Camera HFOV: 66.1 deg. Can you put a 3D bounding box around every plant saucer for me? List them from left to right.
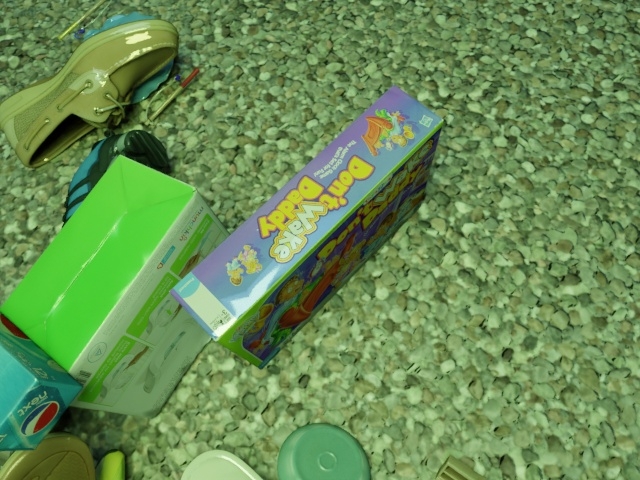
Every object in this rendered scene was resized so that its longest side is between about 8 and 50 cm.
[{"bbox_3d":[0.007,0.276,0.607,0.119,0.021,0.119,9,39,-7],"label":"plant saucer"}]

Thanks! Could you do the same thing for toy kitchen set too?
[{"bbox_3d":[0.164,0.325,0.587,0.075,0.083,0.068,31,116,15],"label":"toy kitchen set"}]

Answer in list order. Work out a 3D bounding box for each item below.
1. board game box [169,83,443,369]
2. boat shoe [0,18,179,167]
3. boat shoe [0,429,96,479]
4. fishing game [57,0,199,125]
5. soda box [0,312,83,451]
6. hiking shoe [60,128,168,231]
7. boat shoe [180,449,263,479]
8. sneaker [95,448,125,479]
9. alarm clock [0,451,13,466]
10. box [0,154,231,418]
[{"bbox_3d":[0.000,0.000,0.634,0.078,0.233,0.347,42,78,18],"label":"board game box"},{"bbox_3d":[-0.365,-0.236,0.808,0.341,0.122,0.110,-27,88,13],"label":"boat shoe"},{"bbox_3d":[-0.349,0.359,0.549,0.123,0.123,0.341,21,99,45],"label":"boat shoe"},{"bbox_3d":[-0.353,-0.324,0.893,0.264,0.041,0.189,40,84,11],"label":"fishing game"},{"bbox_3d":[-0.330,0.104,0.462,0.210,0.067,0.071,31,77,19],"label":"soda box"},{"bbox_3d":[-0.339,-0.027,0.757,0.132,0.113,0.304,9,71,36],"label":"hiking shoe"},{"bbox_3d":[-0.047,0.387,0.572,0.319,0.099,0.116,43,51,14],"label":"boat shoe"},{"bbox_3d":[-0.235,0.364,0.603,0.094,0.081,0.208,-7,72,-10],"label":"sneaker"},{"bbox_3d":[-0.375,0.219,0.618,0.064,0.192,0.129,45,73,-28],"label":"alarm clock"},{"bbox_3d":[-0.228,0.072,0.623,0.127,0.231,0.262,25,74,18],"label":"box"}]
